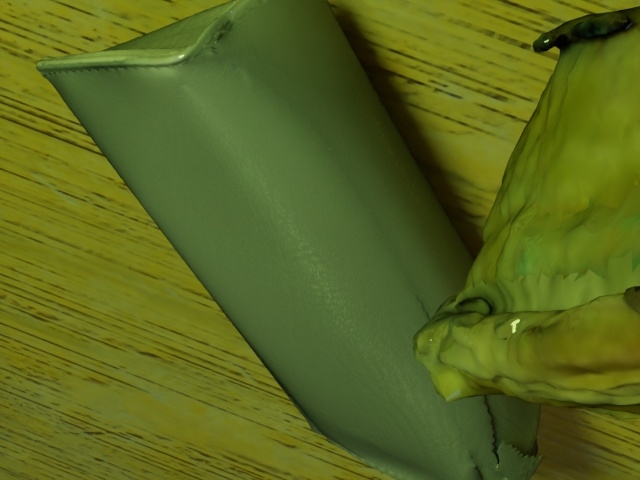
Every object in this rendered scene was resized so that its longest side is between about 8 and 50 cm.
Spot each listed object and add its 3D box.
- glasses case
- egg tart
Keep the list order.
[{"bbox_3d":[-0.002,0.000,0.797,0.128,0.083,0.308,3,141,37],"label":"glasses case"},{"bbox_3d":[0.168,-0.031,0.546,0.315,0.315,0.120,-13,91,42],"label":"egg tart"}]
